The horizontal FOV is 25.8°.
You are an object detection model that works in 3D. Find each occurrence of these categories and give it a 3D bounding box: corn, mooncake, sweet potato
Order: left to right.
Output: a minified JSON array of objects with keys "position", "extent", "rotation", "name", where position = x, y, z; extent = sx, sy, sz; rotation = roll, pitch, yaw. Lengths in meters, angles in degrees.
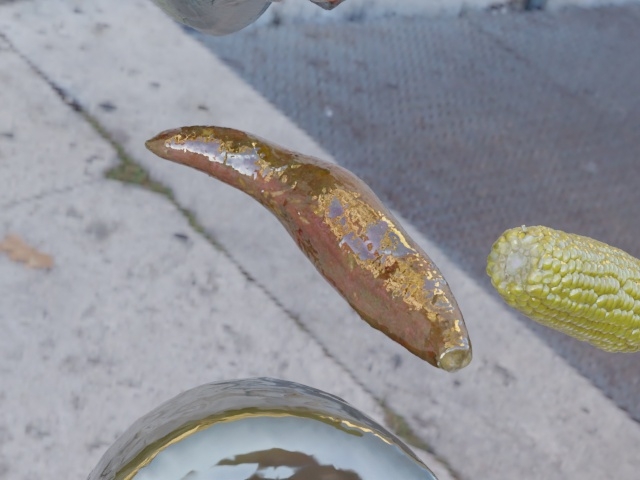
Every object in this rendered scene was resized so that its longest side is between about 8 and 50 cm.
[{"position":[-0.038,0.237,0.967],"extent":[0.284,0.285,0.155],"rotation":[12,4,-6],"name":"mooncake"},{"position":[0.005,-0.007,0.873],"extent":[0.255,0.058,0.078],"rotation":[39,54,20],"name":"sweet potato"},{"position":[0.232,0.042,1.228],"extent":[0.260,0.091,0.091],"rotation":[22,38,-51],"name":"corn"}]

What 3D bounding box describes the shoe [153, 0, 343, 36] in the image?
[{"position":[-0.031,-0.205,0.899],"extent":[0.132,0.336,0.171],"rotation":[-41,74,-13],"name":"shoe"}]
